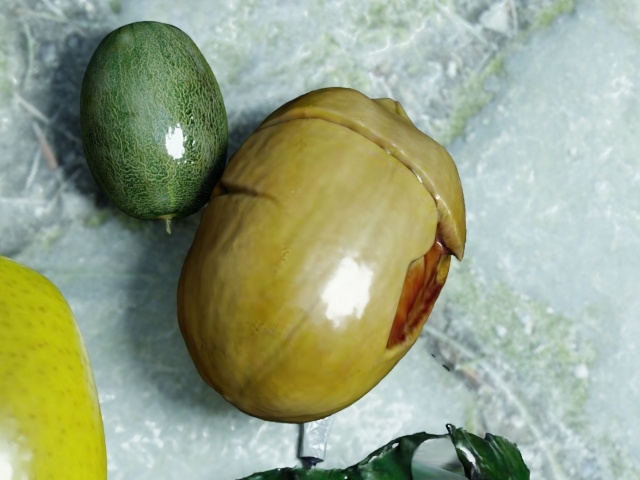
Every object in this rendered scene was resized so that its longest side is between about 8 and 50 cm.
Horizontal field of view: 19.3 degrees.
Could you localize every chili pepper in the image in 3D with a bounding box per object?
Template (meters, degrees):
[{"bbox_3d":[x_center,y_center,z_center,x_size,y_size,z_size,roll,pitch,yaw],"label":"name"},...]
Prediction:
[{"bbox_3d":[0.050,0.224,1.439,0.264,0.116,0.148,-12,88,-15],"label":"chili pepper"}]

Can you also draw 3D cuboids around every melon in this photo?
[{"bbox_3d":[-0.128,-0.087,1.454,0.114,0.114,0.167,-5,79,-14],"label":"melon"}]

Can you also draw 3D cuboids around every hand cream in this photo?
[{"bbox_3d":[-0.001,0.135,1.498,0.030,0.019,0.093,13,70,-9],"label":"hand cream"}]

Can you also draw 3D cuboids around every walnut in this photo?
[{"bbox_3d":[0.000,0.000,1.432,0.203,0.203,0.298,26,58,-8],"label":"walnut"}]

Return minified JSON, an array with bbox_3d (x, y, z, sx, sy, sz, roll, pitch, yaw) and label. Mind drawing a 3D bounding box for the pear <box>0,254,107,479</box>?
[{"bbox_3d":[-0.315,0.175,1.322,0.340,0.191,0.386,22,75,-9],"label":"pear"}]
